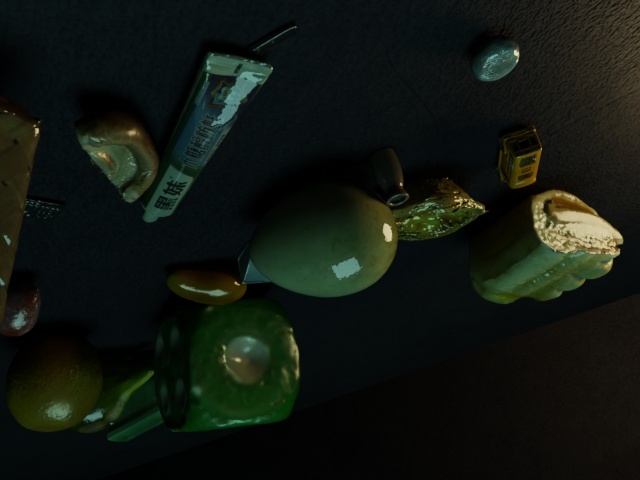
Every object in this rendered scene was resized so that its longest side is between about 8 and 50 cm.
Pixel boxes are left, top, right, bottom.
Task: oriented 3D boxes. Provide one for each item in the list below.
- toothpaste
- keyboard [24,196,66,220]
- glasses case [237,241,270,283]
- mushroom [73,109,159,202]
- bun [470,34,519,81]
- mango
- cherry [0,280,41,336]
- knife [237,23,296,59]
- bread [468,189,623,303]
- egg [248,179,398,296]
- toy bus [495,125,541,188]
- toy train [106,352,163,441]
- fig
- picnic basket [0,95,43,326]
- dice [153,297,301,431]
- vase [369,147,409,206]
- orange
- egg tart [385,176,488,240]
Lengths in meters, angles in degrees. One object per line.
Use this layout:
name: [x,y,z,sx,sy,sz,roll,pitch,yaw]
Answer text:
toothpaste: [-0.200,-0.139,0.974,0.099,0.061,0.392,4,147,-34]
keyboard: [-0.514,-0.060,1.012,0.198,0.010,0.064,11,146,-44]
glasses case: [-0.053,0.038,1.458,0.266,0.056,0.105,-1,127,-30]
mushroom: [-0.288,-0.130,0.926,0.094,0.072,0.210,-13,159,-1]
bun: [0.266,-0.281,0.975,0.083,0.045,0.083,-14,158,-6]
mango: [-0.254,0.100,1.414,0.184,0.084,0.102,3,154,-27]
cherry: [-0.631,0.160,1.261,0.225,0.107,0.090,-41,162,21]
knife: [-0.104,-0.249,0.864,0.170,0.010,0.023,-23,149,18]
bread: [0.518,0.019,1.562,0.301,0.210,0.341,8,148,-21]
egg: [0.000,0.000,1.204,0.295,0.218,0.218,-7,159,20]
toy bus: [0.399,-0.158,1.274,0.070,0.074,0.162,-19,154,4]
toy train: [-0.524,0.457,1.859,0.301,0.202,0.120,-32,155,30]
fig: [-0.575,0.390,1.730,0.275,0.206,0.206,-26,158,-15]
picnic basket: [-0.530,-0.062,0.744,0.337,0.337,0.293,-30,159,28]
dice: [-0.233,0.309,1.558,0.287,0.297,0.300,-1,166,-31]
vase: [0.127,-0.115,1.170,0.053,0.100,0.053,-14,156,-6]
orange: [-0.627,0.332,1.502,0.236,0.236,0.236,-13,155,-6]
egg tart: [0.222,-0.067,1.343,0.252,0.098,0.232,-9,161,-7]
